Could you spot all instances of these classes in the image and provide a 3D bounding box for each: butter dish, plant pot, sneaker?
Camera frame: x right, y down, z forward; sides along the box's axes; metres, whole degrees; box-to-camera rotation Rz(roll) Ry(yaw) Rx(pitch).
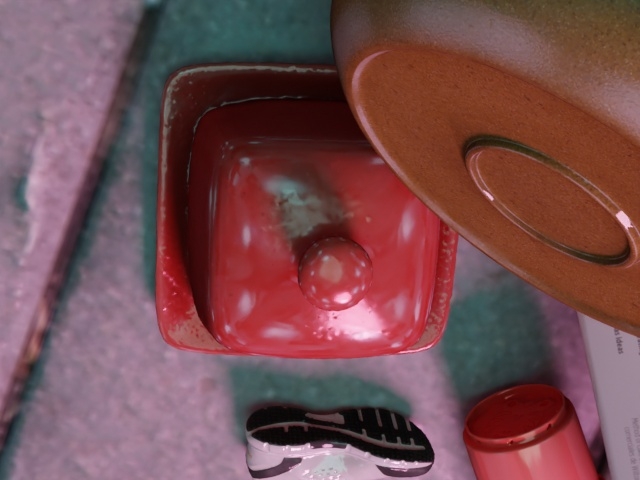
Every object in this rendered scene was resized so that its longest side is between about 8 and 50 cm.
[{"bbox_3d":[0.000,0.000,0.594,0.160,0.118,0.159,1,108,-8],"label":"butter dish"},{"bbox_3d":[0.094,-0.023,0.460,0.236,0.236,0.032,40,76,-17],"label":"plant pot"},{"bbox_3d":[0.010,0.120,0.680,0.109,0.040,0.043,7,123,-6],"label":"sneaker"}]

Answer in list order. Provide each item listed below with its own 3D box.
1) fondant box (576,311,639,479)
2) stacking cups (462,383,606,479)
[{"bbox_3d":[0.295,0.045,0.562,0.330,0.096,0.238,-11,89,20],"label":"fondant box"},{"bbox_3d":[0.157,0.236,0.701,0.096,0.096,0.316,-23,109,1],"label":"stacking cups"}]
